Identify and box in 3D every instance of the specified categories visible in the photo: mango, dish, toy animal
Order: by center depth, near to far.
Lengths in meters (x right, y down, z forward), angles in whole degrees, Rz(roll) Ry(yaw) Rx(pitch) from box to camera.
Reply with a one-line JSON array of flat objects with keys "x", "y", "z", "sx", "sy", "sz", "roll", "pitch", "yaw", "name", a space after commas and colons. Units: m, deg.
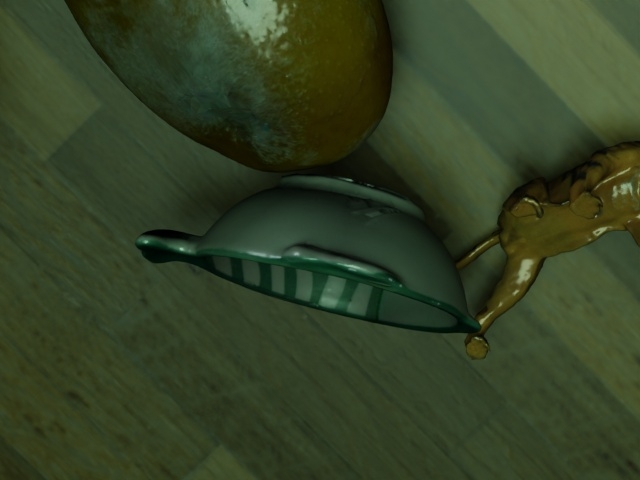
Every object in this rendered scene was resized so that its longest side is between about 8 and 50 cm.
[{"x": -0.083, "y": -0.176, "z": 1.269, "sx": 0.316, "sy": 0.146, "sz": 0.193, "roll": 43, "pitch": 129, "yaw": -13, "name": "mango"}, {"x": 0.000, "y": 0.000, "z": 1.295, "sx": 0.246, "sy": 0.224, "sz": 0.078, "roll": 13, "pitch": 81, "yaw": 2, "name": "dish"}, {"x": 0.159, "y": -0.006, "z": 1.332, "sx": 0.255, "sy": 0.116, "sz": 0.114, "roll": -19, "pitch": 114, "yaw": 25, "name": "toy animal"}]
